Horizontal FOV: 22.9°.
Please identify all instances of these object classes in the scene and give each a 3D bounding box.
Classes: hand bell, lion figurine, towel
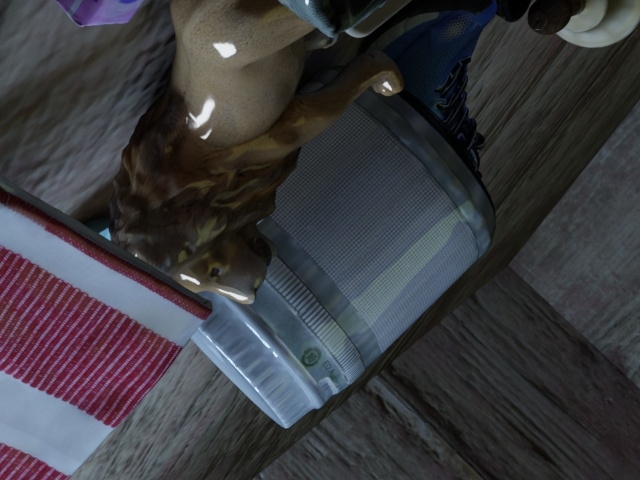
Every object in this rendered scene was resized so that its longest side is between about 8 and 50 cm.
[{"bbox_3d":[0.259,-0.245,1.649,0.126,0.126,0.242,-51,173,26],"label":"hand bell"},{"bbox_3d":[-0.048,-0.124,1.071,0.240,0.142,0.392,-35,153,-24],"label":"lion figurine"},{"bbox_3d":[-0.250,0.124,1.078,0.329,0.037,0.237,-48,135,8],"label":"towel"}]

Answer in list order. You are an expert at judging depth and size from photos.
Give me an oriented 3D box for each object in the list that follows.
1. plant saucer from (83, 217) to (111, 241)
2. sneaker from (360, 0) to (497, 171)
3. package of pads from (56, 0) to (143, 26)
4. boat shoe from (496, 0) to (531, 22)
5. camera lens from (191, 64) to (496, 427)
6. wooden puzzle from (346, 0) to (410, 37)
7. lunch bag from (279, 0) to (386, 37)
[{"bbox_3d":[-0.197,0.021,1.258,0.119,0.021,0.119,-43,169,-11],"label":"plant saucer"},{"bbox_3d":[0.111,-0.128,1.532,0.130,0.147,0.330,-39,166,-30],"label":"sneaker"},{"bbox_3d":[-0.111,-0.161,0.906,0.083,0.032,0.050,-51,170,24],"label":"package of pads"},{"bbox_3d":[0.198,-0.283,1.483,0.080,0.076,0.228,-39,167,-30],"label":"boat shoe"},{"bbox_3d":[0.000,0.000,1.388,0.274,0.219,0.219,-44,169,-9],"label":"camera lens"},{"bbox_3d":[0.102,-0.289,1.189,0.221,0.044,0.239,-44,165,-38],"label":"wooden puzzle"},{"bbox_3d":[-0.018,-0.231,0.472,0.169,0.235,0.287,-40,167,-41],"label":"lunch bag"}]
